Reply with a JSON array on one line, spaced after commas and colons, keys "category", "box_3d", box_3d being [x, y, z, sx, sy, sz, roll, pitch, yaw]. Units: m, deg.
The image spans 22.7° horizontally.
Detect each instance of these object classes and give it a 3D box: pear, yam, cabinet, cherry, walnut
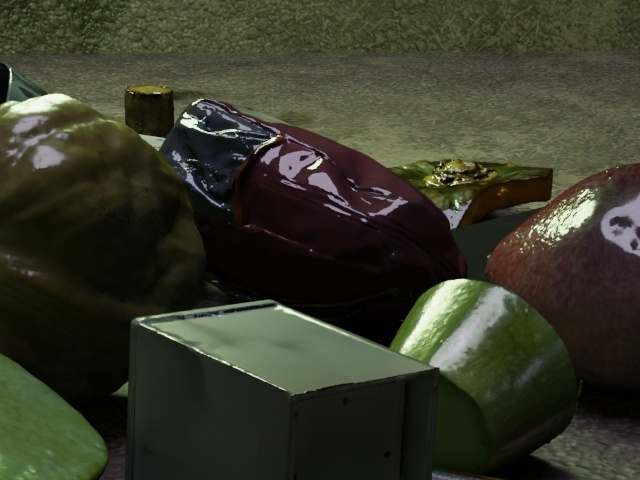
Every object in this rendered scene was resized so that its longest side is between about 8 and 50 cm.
[{"category": "pear", "box_3d": [-0.285, 0.171, 1.207, 0.239, 0.139, 0.288, 14, 13, 0]}, {"category": "yam", "box_3d": [-0.255, -0.163, 2.400, 0.079, 0.141, 0.079, -1, 17, 0]}, {"category": "cabinet", "box_3d": [-0.033, 0.149, 1.228, 0.145, 0.150, 0.206, -6, 16, -39]}, {"category": "cherry", "box_3d": [0.290, 0.043, 1.531, 0.206, 0.239, 0.239, 36, 4, -20]}, {"category": "walnut", "box_3d": [-0.248, 0.017, 1.454, 0.282, 0.253, 0.277, -35, -20, 17]}]

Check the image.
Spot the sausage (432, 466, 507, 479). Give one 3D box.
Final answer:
[{"category": "sausage", "box_3d": [0.106, 0.198, 1.272, 0.223, 0.029, 0.029, 7, 17, 25]}]

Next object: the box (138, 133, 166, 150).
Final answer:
[{"category": "box", "box_3d": [-0.267, -0.047, 1.932, 0.265, 0.168, 0.097, 8, 14, 34]}]

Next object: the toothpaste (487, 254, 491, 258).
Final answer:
[{"category": "toothpaste", "box_3d": [0.348, 0.047, 1.684, 0.125, 0.080, 0.371, -19, 29, -34]}]

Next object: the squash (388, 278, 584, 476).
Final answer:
[{"category": "squash", "box_3d": [0.121, 0.125, 1.322, 0.170, 0.170, 0.123, 9, 32, 32]}]

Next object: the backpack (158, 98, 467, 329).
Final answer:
[{"category": "backpack", "box_3d": [0.000, 0.000, 1.680, 0.317, 0.197, 0.283, 20, -11, 29]}]

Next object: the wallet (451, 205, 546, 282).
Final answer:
[{"category": "wallet", "box_3d": [0.261, 0.018, 1.866, 0.377, 0.051, 0.197, -12, 28, -35]}]

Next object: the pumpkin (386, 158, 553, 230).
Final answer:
[{"category": "pumpkin", "box_3d": [0.177, -0.054, 2.077, 0.258, 0.095, 0.290, -13, 16, -28]}]

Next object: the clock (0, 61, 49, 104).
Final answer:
[{"category": "clock", "box_3d": [-0.394, -0.045, 1.709, 0.061, 0.312, 0.312, 30, 2, -26]}]
